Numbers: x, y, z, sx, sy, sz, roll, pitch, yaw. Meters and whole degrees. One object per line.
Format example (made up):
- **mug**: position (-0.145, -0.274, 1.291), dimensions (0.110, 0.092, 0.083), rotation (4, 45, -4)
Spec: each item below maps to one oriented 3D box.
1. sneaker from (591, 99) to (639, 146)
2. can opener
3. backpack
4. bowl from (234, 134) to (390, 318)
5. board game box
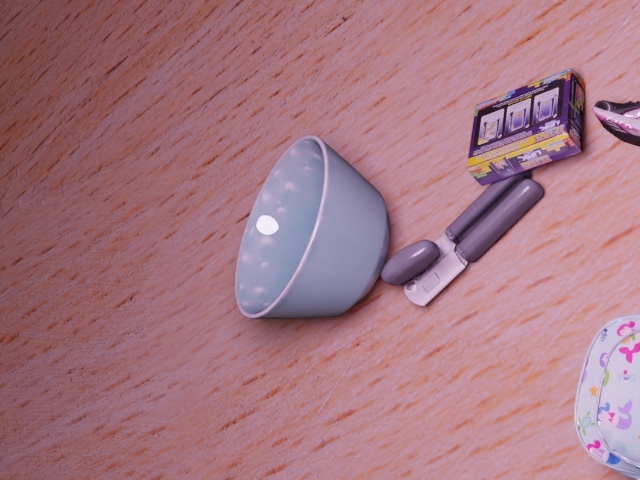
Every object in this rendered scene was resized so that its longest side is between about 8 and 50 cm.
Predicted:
- **sneaker**: position (0.473, -0.172, 1.510), dimensions (0.178, 0.072, 0.077), rotation (23, 81, 34)
- **can opener**: position (0.219, -0.006, 1.658), dimensions (0.280, 0.093, 0.074), rotation (-43, 53, 17)
- **backpack**: position (0.444, 0.203, 1.346), dimensions (0.253, 0.191, 0.225), rotation (11, 86, 47)
- **bowl**: position (0.000, 0.000, 1.749), dimensions (0.311, 0.163, 0.312), rotation (-48, 32, 43)
- **board game box**: position (0.309, -0.169, 1.618), dimensions (0.170, 0.048, 0.141), rotation (-18, 43, 36)
